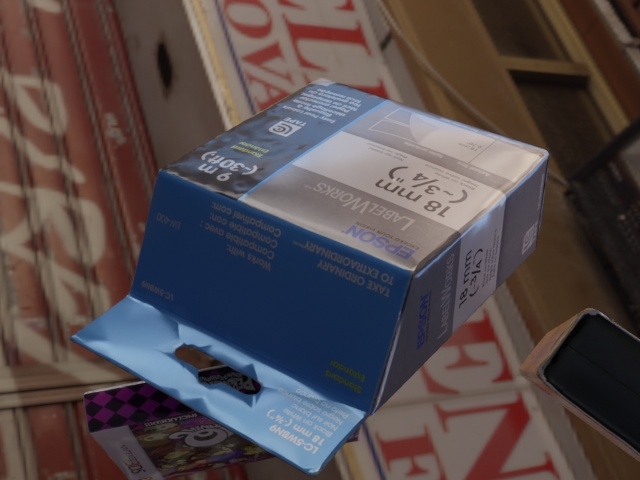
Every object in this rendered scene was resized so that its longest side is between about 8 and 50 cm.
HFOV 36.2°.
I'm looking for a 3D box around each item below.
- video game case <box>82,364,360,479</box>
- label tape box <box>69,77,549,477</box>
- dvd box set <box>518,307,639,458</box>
[{"bbox_3d":[-0.076,0.161,0.884,0.210,0.232,0.042,91,-12,-65],"label":"video game case"},{"bbox_3d":[0.000,0.000,0.778,0.240,0.333,0.106,22,-51,28],"label":"label tape box"},{"bbox_3d":[0.300,0.172,0.764,0.307,0.420,0.062,36,-90,13],"label":"dvd box set"}]
